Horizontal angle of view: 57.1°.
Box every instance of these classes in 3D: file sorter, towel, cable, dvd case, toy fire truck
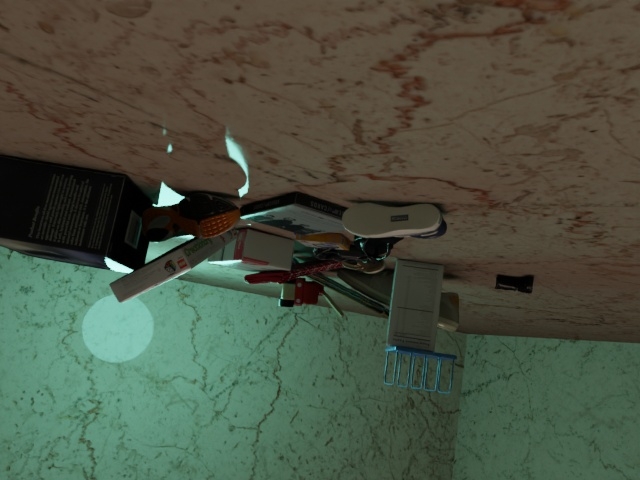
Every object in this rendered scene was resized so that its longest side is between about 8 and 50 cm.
[{"bbox_3d":[0.269,0.356,1.618,0.170,0.105,0.118,10,166,-5],"label":"file sorter"},{"bbox_3d":[-0.067,0.090,1.747,0.274,0.031,0.199,-11,-176,-40],"label":"towel"},{"bbox_3d":[0.071,0.033,1.594,0.184,0.047,0.150,2,173,19],"label":"cable"},{"bbox_3d":[0.085,0.169,1.970,0.370,0.040,0.271,26,176,23],"label":"towel"},{"bbox_3d":[-0.042,-0.051,1.256,0.179,0.030,0.238,16,167,-33],"label":"dvd case"},{"bbox_3d":[-0.028,0.210,2.213,0.246,0.159,0.217,5,180,0],"label":"toy fire truck"}]

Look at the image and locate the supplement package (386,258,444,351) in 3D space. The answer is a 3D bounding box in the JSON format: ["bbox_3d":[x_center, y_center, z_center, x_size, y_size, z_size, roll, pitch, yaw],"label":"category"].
[{"bbox_3d":[0.270,0.191,1.694,0.139,0.244,0.134,8,169,8],"label":"supplement package"}]

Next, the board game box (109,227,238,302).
[{"bbox_3d":[-0.328,0.042,1.369,0.193,0.053,0.305,-25,-173,15],"label":"board game box"}]

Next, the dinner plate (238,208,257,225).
[{"bbox_3d":[-0.206,-0.056,1.405,0.141,0.017,0.141,9,168,2],"label":"dinner plate"}]

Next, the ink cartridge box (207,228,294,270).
[{"bbox_3d":[-0.198,0.032,1.654,0.158,0.092,0.218,15,166,-34],"label":"ink cartridge box"}]

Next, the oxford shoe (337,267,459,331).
[{"bbox_3d":[0.255,0.161,1.902,0.449,0.130,0.169,20,177,34],"label":"oxford shoe"}]

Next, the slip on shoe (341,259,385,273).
[{"bbox_3d":[0.118,0.060,1.675,0.135,0.051,0.041,9,159,33],"label":"slip on shoe"}]

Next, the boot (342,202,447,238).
[{"bbox_3d":[0.141,-0.028,1.113,0.190,0.069,0.086,2,165,24],"label":"boot"}]

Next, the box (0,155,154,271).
[{"bbox_3d":[-0.556,-0.045,1.308,0.294,0.183,0.296,10,169,0],"label":"box"}]

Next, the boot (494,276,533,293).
[{"bbox_3d":[0.544,0.122,1.655,0.099,0.045,0.121,9,170,16],"label":"boot"}]

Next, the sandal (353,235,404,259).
[{"bbox_3d":[0.128,0.008,1.354,0.097,0.055,0.254,9,169,-1],"label":"sandal"}]

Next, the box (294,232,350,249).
[{"bbox_3d":[0.000,0.000,1.497,0.136,0.028,0.081,3,168,21],"label":"box"}]

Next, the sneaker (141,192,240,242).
[{"bbox_3d":[-0.272,-0.057,1.311,0.262,0.099,0.121,-3,-172,31],"label":"sneaker"}]
